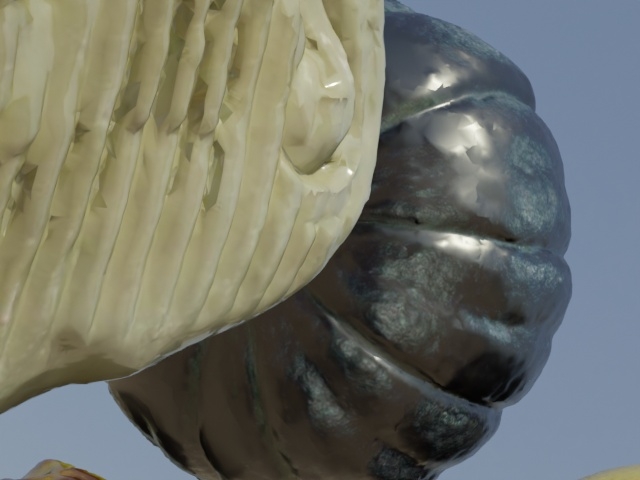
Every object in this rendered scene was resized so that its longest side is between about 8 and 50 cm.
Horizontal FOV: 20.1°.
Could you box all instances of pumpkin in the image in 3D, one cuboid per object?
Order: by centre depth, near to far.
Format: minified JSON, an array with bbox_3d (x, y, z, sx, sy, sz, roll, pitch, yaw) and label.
[{"bbox_3d":[0.000,0.000,1.247,0.363,0.363,0.266,10,-6,28],"label":"pumpkin"}]

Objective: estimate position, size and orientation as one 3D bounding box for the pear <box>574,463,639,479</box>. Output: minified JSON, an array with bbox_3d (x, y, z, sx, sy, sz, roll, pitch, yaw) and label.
[{"bbox_3d":[0.244,0.297,1.252,0.309,0.309,0.309,20,-31,13],"label":"pear"}]

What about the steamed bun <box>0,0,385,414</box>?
[{"bbox_3d":[-0.152,-0.095,0.624,0.219,0.324,0.310,23,-44,42],"label":"steamed bun"}]

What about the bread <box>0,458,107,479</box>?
[{"bbox_3d":[-0.084,0.215,0.807,0.181,0.096,0.222,9,-60,48],"label":"bread"}]
